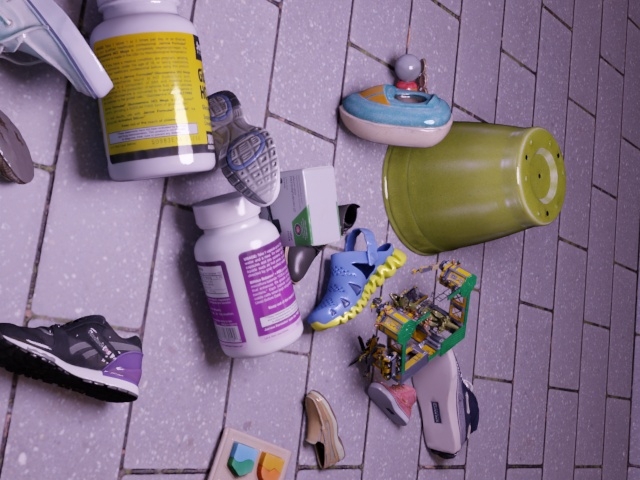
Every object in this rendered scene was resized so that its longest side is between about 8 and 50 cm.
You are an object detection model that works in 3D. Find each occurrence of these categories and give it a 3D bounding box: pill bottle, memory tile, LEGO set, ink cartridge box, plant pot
[{"bbox_3d":[-0.147,0.061,1.468,0.169,0.169,0.301,-25,107,-43],"label":"pill bottle"},{"bbox_3d":[0.251,-0.385,1.942,0.012,0.113,0.148,-4,93,-17],"label":"memory tile"},{"bbox_3d":[0.200,0.169,1.789,0.331,0.192,0.255,-37,138,-27],"label":"LEGO set"},{"bbox_3d":[-0.295,-0.277,1.319,0.188,0.188,0.334,-12,98,-45],"label":"pill bottle"},{"bbox_3d":[-0.065,-0.065,1.531,0.087,0.208,0.153,-11,95,-42],"label":"ink cartridge box"},{"bbox_3d":[0.405,-0.146,1.911,0.366,0.353,0.366,2,87,-45],"label":"plant pot"}]

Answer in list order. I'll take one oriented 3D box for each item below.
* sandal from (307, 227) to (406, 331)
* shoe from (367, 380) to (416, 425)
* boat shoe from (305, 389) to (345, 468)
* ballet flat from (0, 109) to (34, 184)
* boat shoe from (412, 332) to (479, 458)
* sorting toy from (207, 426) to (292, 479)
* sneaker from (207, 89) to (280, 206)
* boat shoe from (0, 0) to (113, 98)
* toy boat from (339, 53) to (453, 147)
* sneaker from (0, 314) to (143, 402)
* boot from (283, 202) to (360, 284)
[{"bbox_3d":[0.063,0.083,1.731,0.138,0.126,0.317,53,49,-11],"label":"sandal"},{"bbox_3d":[0.179,0.377,1.866,0.178,0.063,0.081,53,52,-36],"label":"shoe"},{"bbox_3d":[-0.002,0.424,1.679,0.072,0.068,0.190,-30,110,-30],"label":"boat shoe"},{"bbox_3d":[-0.534,-0.187,1.172,0.084,0.058,0.250,-93,157,-55],"label":"ballet flat"},{"bbox_3d":[0.335,0.385,1.995,0.158,0.127,0.340,-23,113,-50],"label":"boat shoe"},{"bbox_3d":[-0.148,0.499,1.541,0.208,0.038,0.193,35,64,-39],"label":"sorting toy"},{"bbox_3d":[-0.140,-0.162,1.428,0.111,0.297,0.129,-26,140,-3],"label":"sneaker"},{"bbox_3d":[-0.489,-0.337,1.153,0.156,0.136,0.367,-43,109,-9],"label":"boat shoe"},{"bbox_3d":[0.187,-0.336,1.808,0.318,0.267,0.148,-65,160,-58],"label":"toy boat"},{"bbox_3d":[-0.417,0.172,1.257,0.283,0.107,0.124,35,49,-43],"label":"sneaker"},{"bbox_3d":[0.000,0.000,1.644,0.077,0.137,0.198,34,65,-39],"label":"boot"}]
